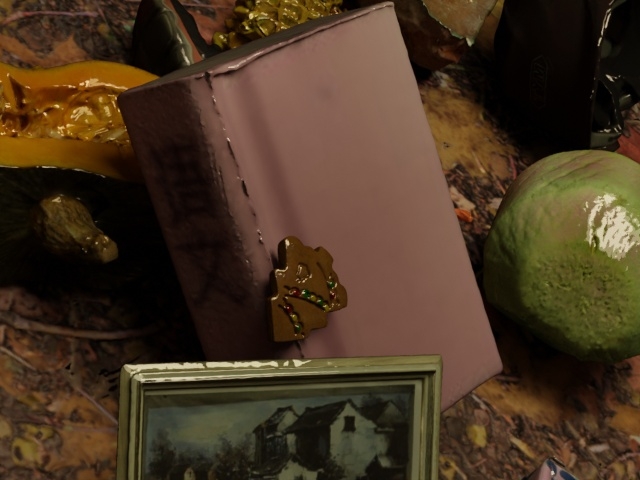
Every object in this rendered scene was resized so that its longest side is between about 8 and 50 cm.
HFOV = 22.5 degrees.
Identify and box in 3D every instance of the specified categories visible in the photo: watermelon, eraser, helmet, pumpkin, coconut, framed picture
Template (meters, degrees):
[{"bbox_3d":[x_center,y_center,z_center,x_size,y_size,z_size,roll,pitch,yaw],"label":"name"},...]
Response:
[{"bbox_3d":[0.096,-0.347,1.911,0.264,0.151,0.302,36,51,-9],"label":"watermelon"},{"bbox_3d":[0.000,0.000,1.393,0.272,0.122,0.359,-30,106,-46],"label":"eraser"},{"bbox_3d":[0.292,-0.236,1.890,0.177,0.225,0.305,19,34,22],"label":"helmet"},{"bbox_3d":[-0.240,-0.052,1.384,0.317,0.139,0.222,6,45,-35],"label":"pumpkin"},{"bbox_3d":[0.271,0.016,1.644,0.236,0.236,0.205,-29,111,-47],"label":"coconut"},{"bbox_3d":[-0.024,0.208,1.266,0.296,0.019,0.232,0,93,-31],"label":"framed picture"}]

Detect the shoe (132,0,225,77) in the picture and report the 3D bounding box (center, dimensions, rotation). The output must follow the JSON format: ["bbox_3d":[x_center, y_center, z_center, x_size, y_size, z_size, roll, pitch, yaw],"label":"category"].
[{"bbox_3d":[-0.089,-0.142,1.583,0.137,0.114,0.291,-15,62,-33],"label":"shoe"}]

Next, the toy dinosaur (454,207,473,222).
[{"bbox_3d":[0.041,-0.022,1.620,0.279,0.055,0.101,9,25,-26],"label":"toy dinosaur"}]

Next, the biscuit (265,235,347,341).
[{"bbox_3d":[-0.016,0.043,1.274,0.082,0.016,0.092,51,54,-26],"label":"biscuit"}]

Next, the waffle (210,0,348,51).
[{"bbox_3d":[-0.008,-0.216,1.756,0.193,0.070,0.197,44,41,9],"label":"waffle"}]

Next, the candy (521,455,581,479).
[{"bbox_3d":[0.170,0.267,1.364,0.073,0.160,0.092,34,34,-8],"label":"candy"}]
